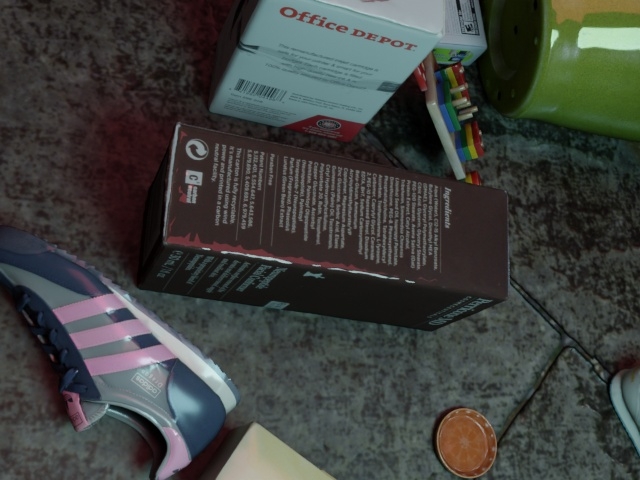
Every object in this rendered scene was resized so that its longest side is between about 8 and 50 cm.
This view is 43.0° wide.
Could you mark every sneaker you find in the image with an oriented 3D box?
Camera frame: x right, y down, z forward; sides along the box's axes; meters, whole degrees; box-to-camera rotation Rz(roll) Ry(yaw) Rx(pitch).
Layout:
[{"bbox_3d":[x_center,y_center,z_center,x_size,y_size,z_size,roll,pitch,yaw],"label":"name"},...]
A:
[{"bbox_3d":[-0.238,0.116,0.828,0.319,0.112,0.131,37,61,-5],"label":"sneaker"},{"bbox_3d":[0.475,0.268,1.062,0.087,0.092,0.228,-32,87,-28],"label":"sneaker"}]

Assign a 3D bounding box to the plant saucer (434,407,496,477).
[{"bbox_3d":[0.178,0.249,0.998,0.083,0.013,0.083,7,71,-20],"label":"plant saucer"}]

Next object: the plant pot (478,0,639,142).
[{"bbox_3d":[0.417,-0.292,1.109,0.353,0.366,0.366,-3,73,-10],"label":"plant pot"}]

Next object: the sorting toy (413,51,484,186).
[{"bbox_3d":[0.172,-0.178,1.048,0.132,0.046,0.274,-87,154,-45],"label":"sorting toy"}]

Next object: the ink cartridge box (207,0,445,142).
[{"bbox_3d":[-0.002,-0.236,0.945,0.197,0.273,0.114,10,69,-18],"label":"ink cartridge box"}]

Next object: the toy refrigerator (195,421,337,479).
[{"bbox_3d":[0.002,0.306,0.863,0.269,0.102,0.094,38,63,-5],"label":"toy refrigerator"}]

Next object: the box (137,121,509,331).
[{"bbox_3d":[0.000,0.000,0.916,0.381,0.191,0.143,8,70,-17],"label":"box"}]

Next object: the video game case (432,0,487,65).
[{"bbox_3d":[0.097,-0.386,1.152,0.244,0.061,0.269,0,73,-21],"label":"video game case"}]
